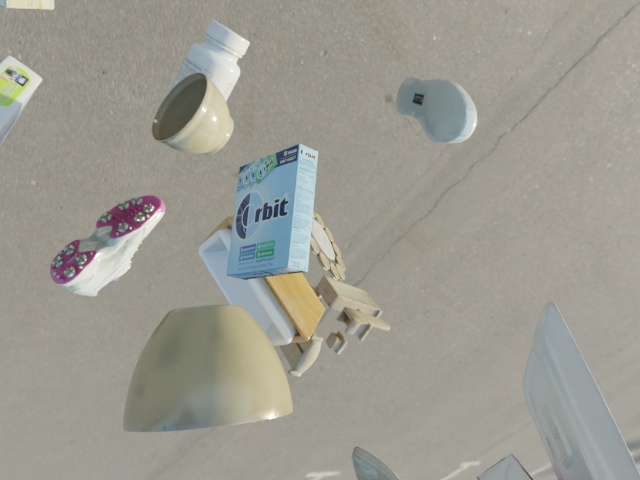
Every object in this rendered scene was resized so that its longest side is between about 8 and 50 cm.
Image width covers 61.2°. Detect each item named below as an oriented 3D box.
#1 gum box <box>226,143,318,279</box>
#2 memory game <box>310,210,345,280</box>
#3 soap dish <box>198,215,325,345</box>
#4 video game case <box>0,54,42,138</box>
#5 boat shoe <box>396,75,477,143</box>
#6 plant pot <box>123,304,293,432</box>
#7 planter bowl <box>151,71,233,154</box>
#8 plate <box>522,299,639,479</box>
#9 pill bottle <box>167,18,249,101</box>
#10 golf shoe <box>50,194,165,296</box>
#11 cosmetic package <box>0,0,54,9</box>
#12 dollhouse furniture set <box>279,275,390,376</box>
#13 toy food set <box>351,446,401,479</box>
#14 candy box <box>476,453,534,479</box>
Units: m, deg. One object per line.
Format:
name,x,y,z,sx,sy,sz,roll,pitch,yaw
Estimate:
gum box,-0.076,-0.039,0.826,0.041,0.184,0.157,17,162,-39
memory game,0.000,0.000,1.086,0.012,0.186,0.186,-29,142,15
soap dish,-0.129,0.087,1.167,0.118,0.291,0.229,-34,-177,-27
video game case,-0.543,-0.114,0.806,0.061,0.244,0.269,36,130,-26
boat shoe,0.175,-0.186,0.755,0.070,0.219,0.078,8,114,-16
plant pot,-0.195,0.215,0.948,0.284,0.191,0.284,-4,168,-1
planter bowl,-0.246,-0.241,1.095,0.162,0.162,0.109,-37,136,19
plate,0.344,0.264,0.748,0.045,0.277,0.278,-17,144,4
pill bottle,-0.268,-0.400,1.303,0.131,0.131,0.229,18,110,-40
golf shoe,-0.497,0.013,1.317,0.306,0.115,0.140,-41,146,-14
cosmetic package,-0.554,-0.464,1.005,0.041,0.115,0.060,16,117,13
dollhouse furniture set,0.009,0.304,1.586,0.174,0.303,0.355,22,107,-33
toy food set,0.001,0.330,0.371,0.092,0.306,0.220,7,137,21
candy box,0.331,0.444,0.793,0.070,0.165,0.196,-33,114,-1
